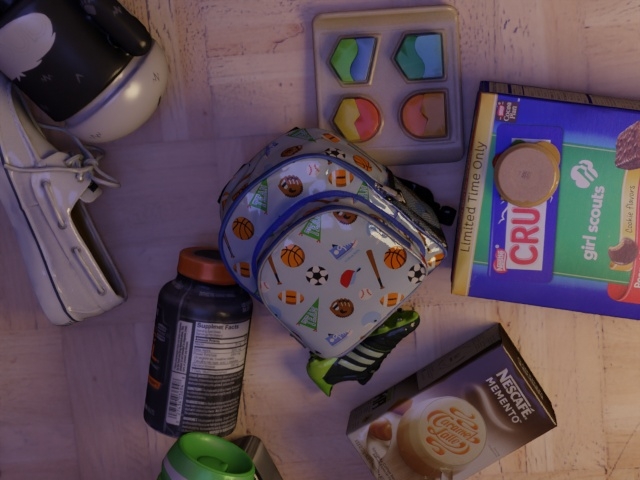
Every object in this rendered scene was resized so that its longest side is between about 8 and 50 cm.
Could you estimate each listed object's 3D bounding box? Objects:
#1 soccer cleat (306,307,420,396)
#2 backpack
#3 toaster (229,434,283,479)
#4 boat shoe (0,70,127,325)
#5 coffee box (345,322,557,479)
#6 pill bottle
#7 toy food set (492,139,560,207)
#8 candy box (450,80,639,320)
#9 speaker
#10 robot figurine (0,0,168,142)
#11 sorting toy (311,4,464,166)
[{"bbox_3d":[0.065,0.152,1.765,0.179,0.060,0.072,-28,107,17],"label":"soccer cleat"},{"bbox_3d":[0.000,0.000,1.645,0.263,0.213,0.276,42,102,-14],"label":"backpack"},{"bbox_3d":[-0.135,0.376,1.801,0.168,0.110,0.186,-27,98,10],"label":"toaster"},{"bbox_3d":[-0.340,-0.069,1.718,0.156,0.136,0.367,-15,103,9],"label":"boat shoe"},{"bbox_3d":[0.176,0.240,1.746,0.246,0.098,0.141,-33,97,11],"label":"coffee box"},{"bbox_3d":[-0.161,0.135,1.744,0.130,0.130,0.246,10,102,4],"label":"pill bottle"},{"bbox_3d":[0.252,-0.082,1.588,0.082,0.020,0.083,2,100,7],"label":"toy food set"},{"bbox_3d":[0.339,-0.050,1.658,0.317,0.122,0.268,8,103,6],"label":"candy box"},{"bbox_3d":[-0.188,0.406,1.691,0.131,0.131,0.297,23,103,1],"label":"speaker"},{"bbox_3d":[-0.319,-0.253,1.641,0.173,0.209,0.278,-43,112,5],"label":"robot figurine"},{"bbox_3d":[0.089,-0.199,1.695,0.193,0.038,0.208,-3,102,6],"label":"sorting toy"}]
